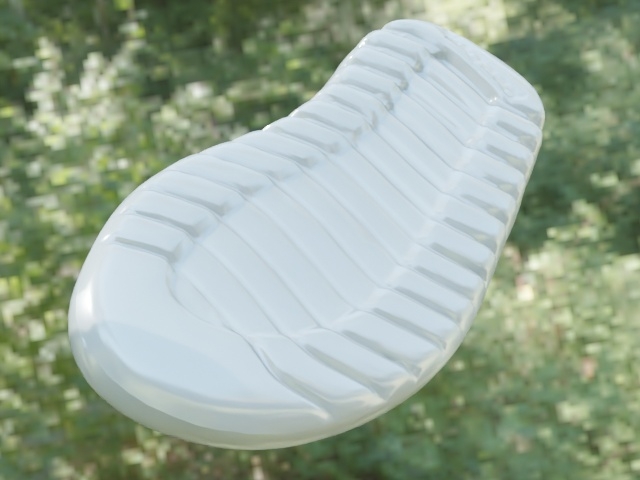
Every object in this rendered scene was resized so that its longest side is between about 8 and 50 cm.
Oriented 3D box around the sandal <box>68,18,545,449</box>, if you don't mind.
[{"bbox_3d":[0.012,0.009,0.987,0.416,0.169,0.102,-41,-18,-51],"label":"sandal"}]
